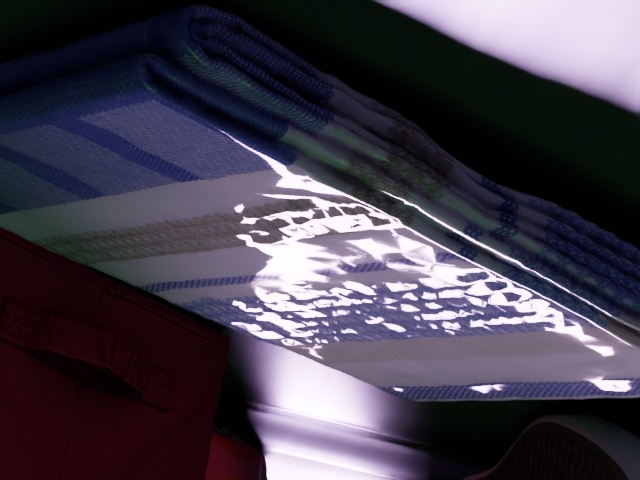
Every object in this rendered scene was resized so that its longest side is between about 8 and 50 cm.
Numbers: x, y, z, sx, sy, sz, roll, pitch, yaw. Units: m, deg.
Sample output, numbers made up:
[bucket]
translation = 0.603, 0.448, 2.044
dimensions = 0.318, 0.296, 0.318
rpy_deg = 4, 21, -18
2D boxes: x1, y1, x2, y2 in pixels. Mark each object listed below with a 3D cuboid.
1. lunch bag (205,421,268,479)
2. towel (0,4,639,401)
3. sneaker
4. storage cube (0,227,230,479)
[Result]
[lunch bag]
translation = -0.176, 0.145, 1.110
dimensions = 0.293, 0.120, 0.258
rpy_deg = 8, 167, 3
[towel]
translation = 0.000, 0.000, 0.683
dimensions = 0.285, 0.034, 0.209
rpy_deg = 25, 159, -34
[sneaker]
translation = 0.150, 0.143, 0.954
dimensions = 0.123, 0.106, 0.290
rpy_deg = 5, 172, -9
[storage cube]
translation = -0.180, 0.109, 0.856
dimensions = 0.215, 0.193, 0.183
rpy_deg = -4, 157, 36
